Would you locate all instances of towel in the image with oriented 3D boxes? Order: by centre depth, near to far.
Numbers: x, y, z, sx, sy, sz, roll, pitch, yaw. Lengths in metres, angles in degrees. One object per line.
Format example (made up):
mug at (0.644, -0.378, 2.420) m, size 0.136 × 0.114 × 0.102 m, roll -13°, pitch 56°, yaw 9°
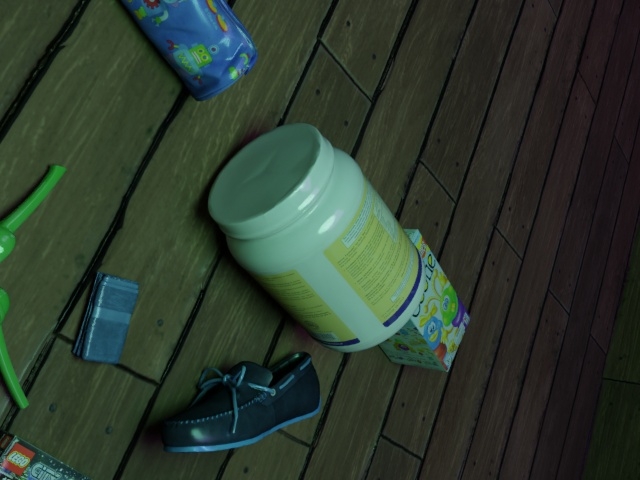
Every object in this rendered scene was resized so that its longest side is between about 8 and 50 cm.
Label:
towel at (-0.292, 0.107, 0.940) m, size 0.067 × 0.029 × 0.119 m, roll 24°, pitch 73°, yaw -46°

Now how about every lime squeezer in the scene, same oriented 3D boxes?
lime squeezer at (-0.384, 0.050, 0.832) m, size 0.110 × 0.059 × 0.310 m, roll 32°, pitch 63°, yaw -77°

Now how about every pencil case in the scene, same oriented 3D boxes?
pencil case at (-0.202, -0.342, 0.945) m, size 0.306 × 0.133 × 0.119 m, roll 56°, pitch 40°, yaw -35°

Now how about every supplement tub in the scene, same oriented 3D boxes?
supplement tub at (0.000, 0.000, 1.102) m, size 0.331 × 0.241 × 0.241 m, roll 51°, pitch 56°, yaw -36°

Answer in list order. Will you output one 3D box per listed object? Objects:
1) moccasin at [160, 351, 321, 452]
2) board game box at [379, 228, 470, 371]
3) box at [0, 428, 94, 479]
moccasin at (-0.124, 0.244, 1.080) m, size 0.342 × 0.138 × 0.116 m, roll -2°, pitch 89°, yaw -62°
board game box at (0.165, 0.118, 1.360) m, size 0.275 × 0.144 × 0.142 m, roll 54°, pitch 54°, yaw -36°
box at (-0.356, 0.366, 0.869) m, size 0.233 × 0.044 × 0.159 m, roll 50°, pitch 57°, yaw -37°
